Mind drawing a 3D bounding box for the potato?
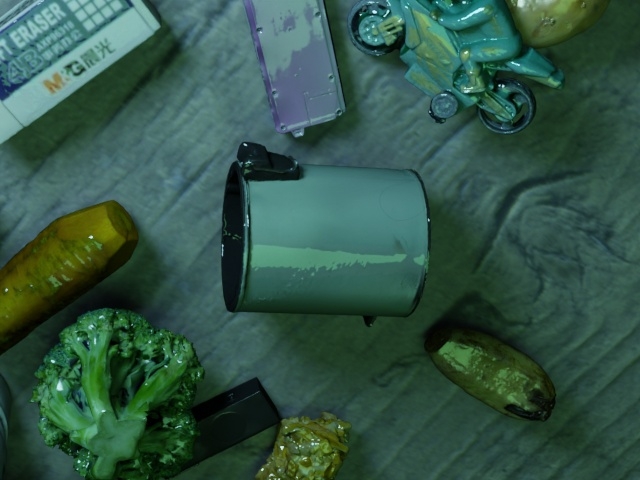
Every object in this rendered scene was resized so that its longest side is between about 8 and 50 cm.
[{"bbox_3d":[0.329,-0.336,1.386,0.178,0.109,0.118,-26,142,8],"label":"potato"}]

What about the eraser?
[{"bbox_3d":[-0.353,-0.250,1.298,0.279,0.081,0.124,-35,118,7],"label":"eraser"}]

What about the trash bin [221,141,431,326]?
[{"bbox_3d":[0.000,0.000,1.427,0.262,0.217,0.277,2,124,-13],"label":"trash bin"}]

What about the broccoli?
[{"bbox_3d":[-0.298,0.241,1.473,0.265,0.245,0.295,-14,116,-5],"label":"broccoli"}]

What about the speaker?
[{"bbox_3d":[-0.181,0.312,1.650,0.218,0.044,0.082,-26,119,2],"label":"speaker"}]

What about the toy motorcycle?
[{"bbox_3d":[0.195,-0.273,1.366,0.296,0.109,0.198,35,127,-9],"label":"toy motorcycle"}]

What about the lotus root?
[{"bbox_3d":[0.289,0.219,1.676,0.258,0.097,0.110,33,99,-17],"label":"lotus root"}]

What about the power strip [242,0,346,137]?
[{"bbox_3d":[-0.040,-0.280,1.375,0.109,0.037,0.279,-16,119,-4],"label":"power strip"}]

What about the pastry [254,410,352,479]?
[{"bbox_3d":[-0.032,0.411,1.701,0.154,0.102,0.250,11,112,-20],"label":"pastry"}]

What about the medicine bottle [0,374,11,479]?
[{"bbox_3d":[-0.558,0.328,1.418,0.212,0.325,0.212,-6,119,-10],"label":"medicine bottle"}]

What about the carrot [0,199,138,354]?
[{"bbox_3d":[-0.399,0.056,1.435,0.301,0.114,0.114,-36,119,10],"label":"carrot"}]
